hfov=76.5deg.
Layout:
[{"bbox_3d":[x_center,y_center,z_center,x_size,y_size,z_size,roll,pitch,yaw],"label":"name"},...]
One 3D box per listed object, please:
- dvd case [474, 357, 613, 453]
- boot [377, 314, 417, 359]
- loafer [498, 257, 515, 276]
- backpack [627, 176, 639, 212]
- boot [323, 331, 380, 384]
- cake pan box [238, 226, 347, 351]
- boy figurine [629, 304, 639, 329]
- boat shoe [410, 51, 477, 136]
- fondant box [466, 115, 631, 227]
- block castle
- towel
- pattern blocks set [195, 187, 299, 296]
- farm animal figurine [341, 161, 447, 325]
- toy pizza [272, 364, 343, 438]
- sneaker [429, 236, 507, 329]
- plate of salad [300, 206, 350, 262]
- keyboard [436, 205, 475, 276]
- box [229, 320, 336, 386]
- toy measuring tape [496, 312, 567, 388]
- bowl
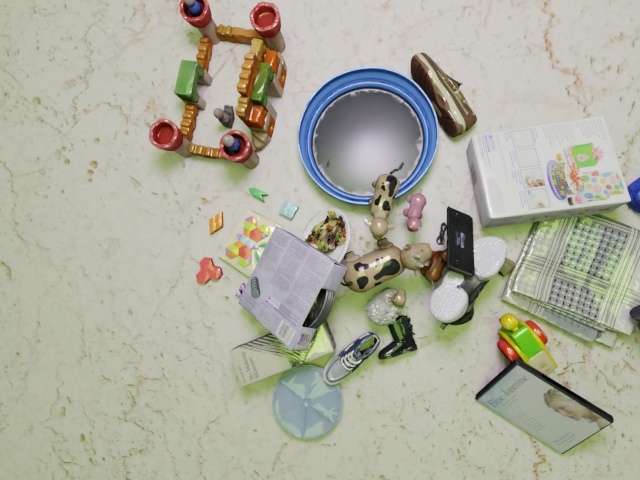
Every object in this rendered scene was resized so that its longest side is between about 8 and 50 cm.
[{"bbox_3d":[0.552,0.419,1.021,0.253,0.022,0.180,31,127,9],"label":"dvd case"},{"bbox_3d":[0.204,0.265,1.118,0.121,0.045,0.099,-17,86,-1],"label":"boot"},{"bbox_3d":[0.449,0.053,1.096,0.148,0.056,0.050,23,83,9],"label":"loafer"},{"bbox_3d":[0.851,-0.120,1.024,0.101,0.120,0.098,-45,82,2],"label":"backpack"},{"bbox_3d":[0.082,0.316,1.095,0.190,0.086,0.069,-44,81,-7],"label":"boot"},{"bbox_3d":[-0.079,0.121,1.069,0.267,0.070,0.245,29,96,42],"label":"cake pan box"},{"bbox_3d":[0.875,0.263,0.981,0.092,0.177,0.285,-37,105,29],"label":"boy figurine"},{"bbox_3d":[0.348,-0.417,1.138,0.095,0.095,0.257,-28,88,-9],"label":"boat shoe"},{"bbox_3d":[0.576,-0.175,1.058,0.330,0.096,0.238,-7,73,8],"label":"fondant box"},{"bbox_3d":[-0.283,-0.448,1.155,0.303,0.213,0.453,12,87,8],"label":"block castle"},{"bbox_3d":[0.684,0.083,1.063,0.312,0.056,0.324,24,90,9],"label":"towel"},{"bbox_3d":[-0.210,0.007,1.203,0.285,0.026,0.324,18,88,8],"label":"pattern blocks set"},{"bbox_3d":[0.181,0.023,1.032,0.327,0.172,0.330,-40,100,5],"label":"farm animal figurine"},{"bbox_3d":[-0.036,0.451,1.142,0.201,0.032,0.201,-1,85,6],"label":"toy pizza"},{"bbox_3d":[0.383,0.116,1.057,0.101,0.153,0.268,36,78,32],"label":"sneaker"},{"bbox_3d":[0.000,0.000,1.114,0.200,0.048,0.199,-23,56,41],"label":"plate of salad"},{"bbox_3d":[0.334,-0.002,1.013,0.108,0.023,0.180,20,57,-16],"label":"keyboard"},{"bbox_3d":[-0.102,0.301,1.131,0.275,0.094,0.113,-24,83,5],"label":"box"},{"bbox_3d":[0.553,0.308,1.058,0.121,0.121,0.330,-37,104,3],"label":"toy measuring tape"},{"bbox_3d":[0.132,-0.291,1.156,0.391,0.077,0.391,-1,86,7],"label":"bowl"}]
